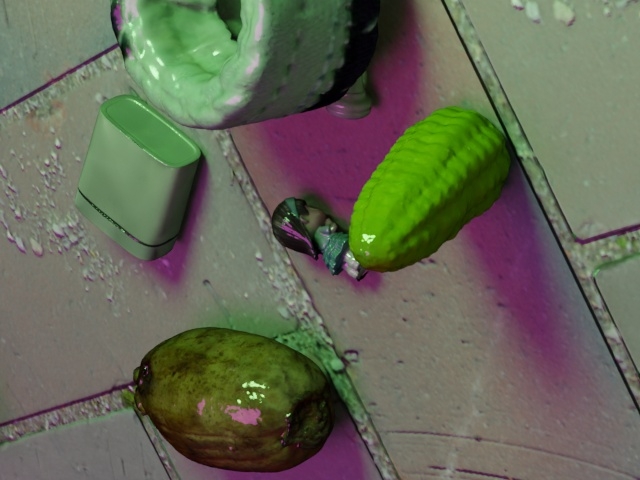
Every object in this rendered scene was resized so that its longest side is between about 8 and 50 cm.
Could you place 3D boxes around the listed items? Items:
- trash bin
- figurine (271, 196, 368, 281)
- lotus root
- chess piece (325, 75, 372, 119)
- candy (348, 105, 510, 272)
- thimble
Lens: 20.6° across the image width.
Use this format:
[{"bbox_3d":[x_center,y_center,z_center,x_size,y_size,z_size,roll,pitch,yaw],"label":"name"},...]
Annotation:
[{"bbox_3d":[-0.184,-0.062,1.771,0.116,0.059,0.130,38,133,19],"label":"trash bin"},{"bbox_3d":[0.000,0.000,1.648,0.106,0.047,0.060,33,168,16],"label":"figurine"},{"bbox_3d":[-0.098,0.159,1.768,0.260,0.128,0.145,6,126,43],"label":"lotus root"},{"bbox_3d":[0.029,-0.155,1.533,0.042,0.042,0.093,25,123,31],"label":"chess piece"},{"bbox_3d":[0.081,-0.034,1.432,0.096,0.209,0.097,14,123,23],"label":"candy"},{"bbox_3d":[-0.062,-0.214,1.480,0.237,0.150,0.237,15,112,44],"label":"thimble"}]
